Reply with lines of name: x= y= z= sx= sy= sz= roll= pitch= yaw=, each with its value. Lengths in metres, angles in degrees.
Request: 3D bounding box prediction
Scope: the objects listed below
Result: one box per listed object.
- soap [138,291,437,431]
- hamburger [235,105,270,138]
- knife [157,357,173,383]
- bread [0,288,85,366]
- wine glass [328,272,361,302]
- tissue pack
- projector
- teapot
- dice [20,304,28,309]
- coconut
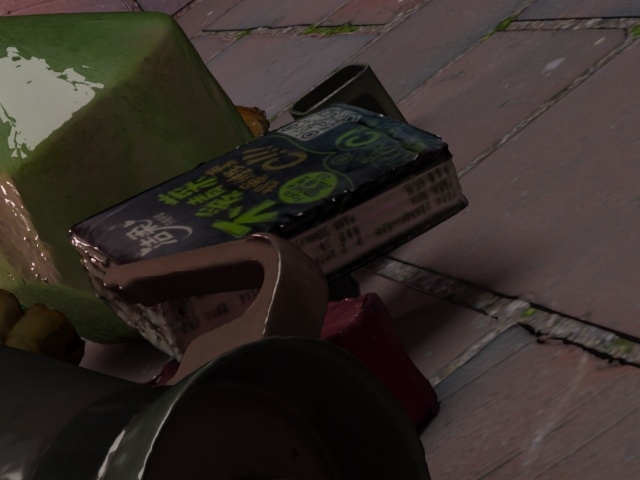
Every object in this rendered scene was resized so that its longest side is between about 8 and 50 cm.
soap: x=-0.058 y=0.121 z=1.161 sx=0.250 sy=0.099 sz=0.162 roll=-15 pitch=25 yaw=51
hamburger: x=-0.108 y=-0.089 z=1.922 sx=0.176 sy=0.087 sz=0.102 roll=-38 pitch=14 yaw=-20
knife: x=-0.104 y=0.088 z=1.359 sx=0.028 sy=0.015 sz=0.210 roll=22 pitch=85 yaw=39
bread: x=-0.310 y=0.163 z=1.267 sx=0.277 sy=0.167 sz=0.324 roll=-61 pitch=0 yaw=18
wine glass: x=0.000 y=0.000 z=1.388 sx=0.122 sy=0.122 sz=0.183 roll=-29 pitch=21 yaw=20
tissue pack: x=-0.038 y=-0.014 z=1.246 sx=0.235 sy=0.073 sz=0.173 roll=-28 pitch=25 yaw=-20
projector: x=0.029 y=-0.113 z=1.711 sx=0.083 sy=0.082 sz=0.083 roll=-37 pitch=14 yaw=-7
teapot: x=-0.119 y=0.143 z=0.945 sx=0.344 sy=0.253 sz=0.300 roll=-9 pitch=55 yaw=44
dice: x=-0.361 y=0.016 z=2.062 sx=0.120 sy=0.128 sz=0.131 roll=-27 pitch=19 yaw=33
coconut: x=-0.210 y=-0.070 z=1.626 sx=0.281 sy=0.328 sz=0.328 roll=-38 pitch=15 yaw=-4
